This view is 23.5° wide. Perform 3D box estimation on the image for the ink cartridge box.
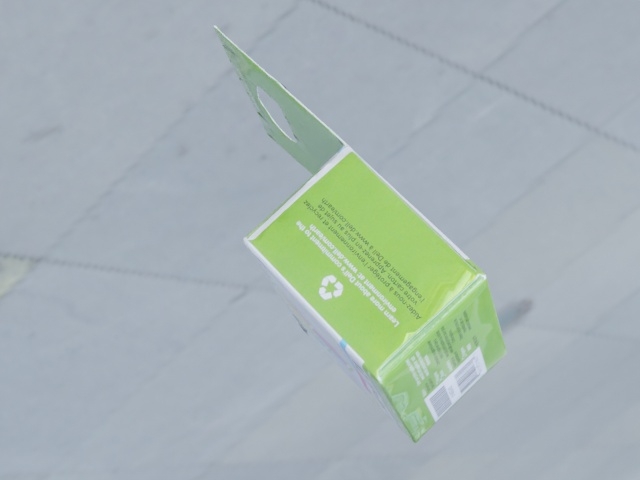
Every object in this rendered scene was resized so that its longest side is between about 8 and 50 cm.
[{"bbox_3d":[0.000,0.000,1.048,0.097,0.255,0.189,-44,159,-6],"label":"ink cartridge box"}]
